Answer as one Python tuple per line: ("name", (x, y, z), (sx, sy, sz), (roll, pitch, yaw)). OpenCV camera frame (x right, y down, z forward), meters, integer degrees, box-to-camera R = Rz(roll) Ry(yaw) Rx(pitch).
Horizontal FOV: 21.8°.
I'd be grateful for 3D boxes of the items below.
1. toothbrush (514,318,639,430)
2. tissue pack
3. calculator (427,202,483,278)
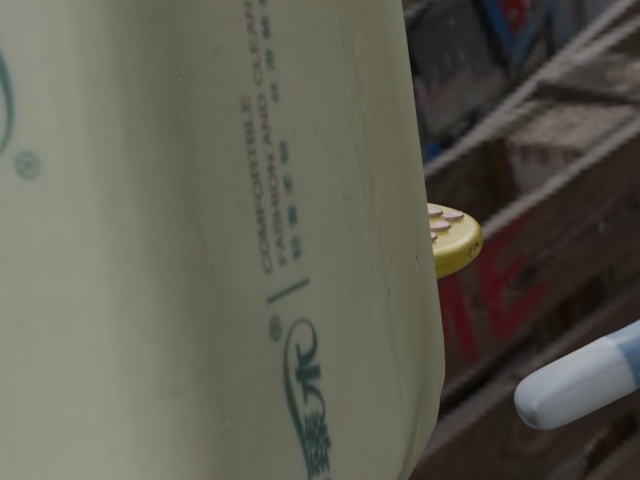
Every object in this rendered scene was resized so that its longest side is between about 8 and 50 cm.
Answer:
("toothbrush", (0.175, -0.016, 0.449), (0.276, 0.025, 0.019), (-29, 22, -4))
("tissue pack", (-0.093, -0.065, 0.541), (0.207, 0.380, 0.297), (-6, 9, 16))
("calculator", (0.000, 0.000, 1.172), (0.235, 0.032, 0.146), (3, 21, 29))
